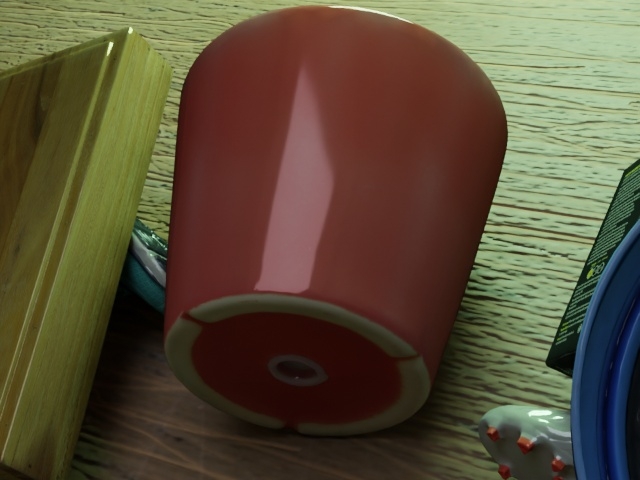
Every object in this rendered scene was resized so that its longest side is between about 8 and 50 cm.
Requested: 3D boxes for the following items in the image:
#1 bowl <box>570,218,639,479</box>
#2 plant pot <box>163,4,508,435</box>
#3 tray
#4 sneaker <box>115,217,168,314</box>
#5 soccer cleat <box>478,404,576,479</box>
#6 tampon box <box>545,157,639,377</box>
[{"bbox_3d":[0.334,0.107,0.611,0.391,0.077,0.391,-4,72,12],"label":"bowl"},{"bbox_3d":[0.000,0.000,0.873,0.274,0.275,0.243,-3,53,18],"label":"plant pot"},{"bbox_3d":[-0.266,0.015,0.972,0.202,0.076,0.411,-11,53,30],"label":"tray"},{"bbox_3d":[-0.208,0.025,1.052,0.275,0.107,0.110,21,74,44],"label":"sneaker"},{"bbox_3d":[0.195,0.143,0.751,0.196,0.068,0.076,9,38,45],"label":"soccer cleat"},{"bbox_3d":[0.246,0.032,0.764,0.120,0.101,0.161,26,77,1],"label":"tampon box"}]
